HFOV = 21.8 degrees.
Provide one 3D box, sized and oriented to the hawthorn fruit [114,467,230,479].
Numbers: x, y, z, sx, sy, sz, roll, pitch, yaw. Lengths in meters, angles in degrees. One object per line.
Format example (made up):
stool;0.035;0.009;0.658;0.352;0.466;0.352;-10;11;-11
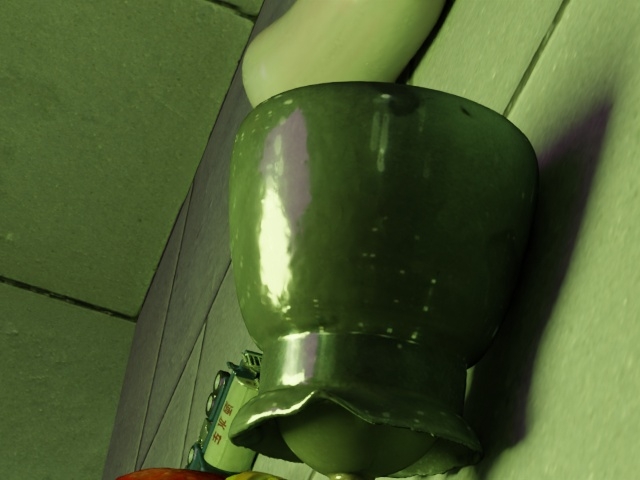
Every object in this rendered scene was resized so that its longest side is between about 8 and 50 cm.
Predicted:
hawthorn fruit;-0.141;0.310;1.650;0.189;0.251;0.189;-30;46;36

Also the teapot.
teapot;0.022;0.064;1.200;0.305;0.223;0.285;137;142;-66

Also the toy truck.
toy truck;-0.101;0.228;2.005;0.088;0.074;0.201;-113;41;-62

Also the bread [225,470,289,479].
bread;-0.076;0.311;1.486;0.213;0.105;0.213;-31;45;38

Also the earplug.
earplug;0.048;-0.241;1.771;0.301;0.172;0.172;131;155;-53
